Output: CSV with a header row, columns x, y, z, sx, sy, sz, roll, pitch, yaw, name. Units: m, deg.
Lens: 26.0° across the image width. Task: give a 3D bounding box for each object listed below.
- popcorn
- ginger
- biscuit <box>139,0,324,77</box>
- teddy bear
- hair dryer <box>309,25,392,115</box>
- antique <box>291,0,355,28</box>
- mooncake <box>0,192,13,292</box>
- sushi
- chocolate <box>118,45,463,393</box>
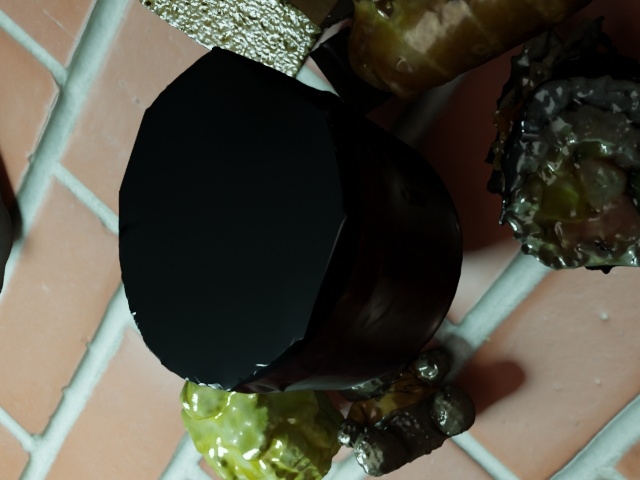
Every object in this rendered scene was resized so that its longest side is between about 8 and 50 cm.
x,y,z,sx,sy,sz,roll,pitch,yaw,name
-0.075,0.233,1.860,0.256,0.195,0.254,39,153,52,popcorn
0.178,-0.306,1.343,0.418,0.176,0.254,-30,103,26,ginger
-0.115,-0.285,1.679,0.237,0.026,0.131,35,130,2,biscuit
0.089,0.195,1.780,0.177,0.140,0.190,-35,82,2,teddy bear
0.082,-0.227,1.578,0.198,0.057,0.100,-35,94,38,hair dryer
0.014,-0.334,1.494,0.152,0.148,0.146,46,132,8,antique
-0.615,0.000,2.076,0.154,0.306,0.306,8,121,48,mooncake
0.275,-0.093,1.423,0.225,0.218,0.238,30,99,-12,sushi
0.000,0.000,1.580,0.384,0.331,0.383,-7,80,47,chocolate
